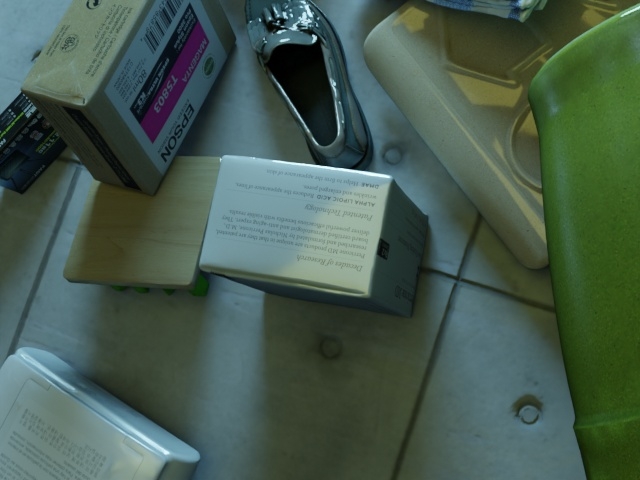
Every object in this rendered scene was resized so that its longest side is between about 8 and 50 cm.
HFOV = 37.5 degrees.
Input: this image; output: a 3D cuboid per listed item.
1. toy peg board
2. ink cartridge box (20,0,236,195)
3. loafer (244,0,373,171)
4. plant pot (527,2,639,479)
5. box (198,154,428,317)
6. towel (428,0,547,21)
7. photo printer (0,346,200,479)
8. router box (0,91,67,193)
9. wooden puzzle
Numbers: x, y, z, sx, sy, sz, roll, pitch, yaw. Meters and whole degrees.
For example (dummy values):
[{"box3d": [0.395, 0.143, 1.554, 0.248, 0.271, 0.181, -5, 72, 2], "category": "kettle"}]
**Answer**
[{"box3d": [-0.191, -0.010, 1.097, 0.161, 0.079, 0.160, 3, 64, 18], "category": "toy peg board"}, {"box3d": [-0.199, -0.198, 1.037, 0.088, 0.193, 0.234, 17, 70, 20], "category": "ink cartridge box"}, {"box3d": [-0.018, -0.196, 1.061, 0.096, 0.084, 0.267, -29, 72, 11], "category": "loafer"}, {"box3d": [0.332, -0.006, 0.742, 0.367, 0.366, 0.353, -19, 78, 14], "category": "plant pot"}, {"box3d": [0.000, 0.000, 0.964, 0.182, 0.181, 0.119, 9, 83, 19], "category": "box"}, {"box3d": [0.163, -0.334, 0.989, 0.285, 0.034, 0.209, 28, 79, 46], "category": "towel"}, {"box3d": [-0.306, 0.310, 1.041, 0.256, 0.107, 0.307, 27, 89, 21], "category": "photo printer"}, {"box3d": [-0.363, -0.120, 1.156, 0.122, 0.092, 0.038, -45, 70, 6], "category": "router box"}, {"box3d": [0.264, -0.189, 0.977, 0.348, 0.080, 0.322, -39, 70, 12], "category": "wooden puzzle"}]
